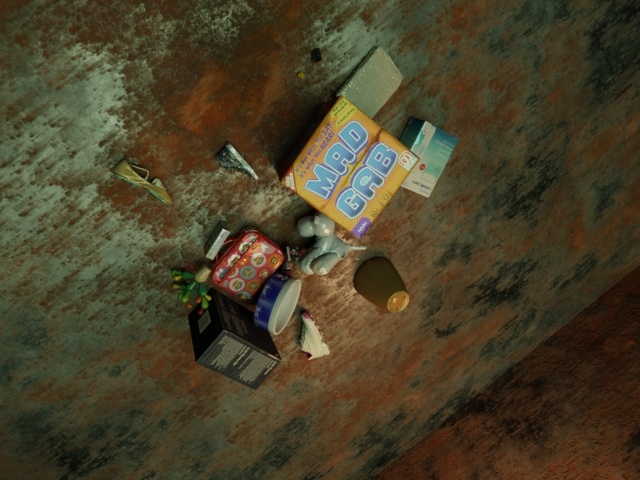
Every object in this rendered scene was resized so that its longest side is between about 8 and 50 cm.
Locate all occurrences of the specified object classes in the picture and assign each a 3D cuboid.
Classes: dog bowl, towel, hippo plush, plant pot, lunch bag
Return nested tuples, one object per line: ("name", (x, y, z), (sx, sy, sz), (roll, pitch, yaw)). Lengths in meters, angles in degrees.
("dog bowl", (-0.189, 0.278, 1.787), (0.104, 0.265, 0.265), (21, 109, 12))
("towel", (0.201, -0.627, 1.634), (0.282, 0.049, 0.187), (-50, 121, -3))
("hippo plush", (0.000, 0.000, 1.737), (0.294, 0.234, 0.236), (-9, 112, 30))
("plant pot", (0.323, 0.238, 1.989), (0.237, 0.254, 0.237), (-9, 116, -19))
("lunch bag", (-0.330, 0.086, 1.729), (0.258, 0.120, 0.293), (39, 94, -28))

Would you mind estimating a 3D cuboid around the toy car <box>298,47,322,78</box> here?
("toy car", (-0.041, -0.679, 1.538), (0.122, 0.060, 0.040), (-33, 168, 14))

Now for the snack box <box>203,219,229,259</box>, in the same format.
("snack box", (-0.428, -0.003, 1.647), (0.037, 0.100, 0.141), (29, 101, -30))

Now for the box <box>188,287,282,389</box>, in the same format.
("box", (-0.377, 0.419, 1.728), (0.312, 0.343, 0.179), (38, 94, -31))

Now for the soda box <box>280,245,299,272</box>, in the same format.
("soda box", (-0.140, 0.085, 1.782), (0.053, 0.060, 0.169), (-2, 154, -19))

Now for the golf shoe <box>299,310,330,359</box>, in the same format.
("golf shoe", (-0.053, 0.496, 2.040), (0.140, 0.115, 0.306), (-25, 120, -6))

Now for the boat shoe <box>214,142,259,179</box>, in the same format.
("boat shoe", (-0.329, -0.291, 1.579), (0.083, 0.065, 0.183), (-41, 117, 3))

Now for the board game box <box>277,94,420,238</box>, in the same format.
("board game box", (0.082, -0.284, 1.530), (0.356, 0.356, 0.356), (34, 98, -15))

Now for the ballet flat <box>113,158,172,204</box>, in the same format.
("ballet flat", (-0.637, -0.215, 1.477), (0.232, 0.080, 0.073), (33, 83, -33))

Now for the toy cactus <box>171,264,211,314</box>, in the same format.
("toy cactus", (-0.516, 0.181, 1.662), (0.180, 0.219, 0.112), (-46, 159, 7))

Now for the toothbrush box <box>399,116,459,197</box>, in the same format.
("toothbrush box", (0.451, -0.376, 1.825), (0.216, 0.126, 0.295), (18, 107, -28))
